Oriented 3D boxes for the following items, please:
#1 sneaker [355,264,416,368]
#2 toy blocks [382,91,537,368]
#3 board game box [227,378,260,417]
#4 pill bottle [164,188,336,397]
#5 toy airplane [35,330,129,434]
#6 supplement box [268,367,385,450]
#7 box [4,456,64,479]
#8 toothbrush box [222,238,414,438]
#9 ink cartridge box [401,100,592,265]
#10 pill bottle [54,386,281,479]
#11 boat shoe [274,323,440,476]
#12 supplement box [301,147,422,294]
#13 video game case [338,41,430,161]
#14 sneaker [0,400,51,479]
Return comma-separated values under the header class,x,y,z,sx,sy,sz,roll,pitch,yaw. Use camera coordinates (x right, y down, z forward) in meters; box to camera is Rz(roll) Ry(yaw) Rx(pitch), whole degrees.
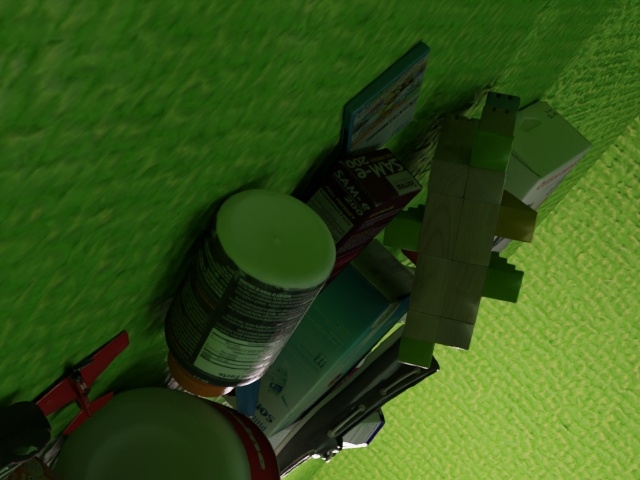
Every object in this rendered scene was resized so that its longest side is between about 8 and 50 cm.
class,x,y,z,sx,sy,sz,roll,pitch,yaw
sneaker,0.057,0.148,1.883,0.305,0.114,0.152,-48,147,13
toy blocks,0.204,-0.040,1.494,0.261,0.191,0.381,-66,165,-56
board game box,-0.114,0.174,1.444,0.168,0.033,0.133,57,34,-74
pill bottle,-0.088,0.069,1.105,0.130,0.130,0.245,-32,162,-44
toy airplane,-0.255,0.163,1.103,0.151,0.028,0.151,-43,166,-13
supplement box,-0.014,0.300,1.832,0.220,0.111,0.114,-2,147,-19
box,-0.369,0.379,1.068,0.300,0.142,0.154,-47,-173,6
toothbrush box,0.002,0.147,1.612,0.295,0.126,0.216,-48,167,16
ink cartridge box,0.308,-0.077,1.849,0.226,0.131,0.306,-30,161,-48
pill bottle,-0.176,0.320,1.370,0.229,0.229,0.407,-44,167,-4
boat shoe,0.049,0.278,1.666,0.335,0.095,0.112,-45,169,-1
supplement box,0.000,0.000,1.246,0.239,0.073,0.130,-46,168,28
video game case,0.069,-0.145,1.187,0.119,0.015,0.166,-41,166,-15
sneaker,-0.332,0.218,0.961,0.178,0.072,0.077,-21,164,-47
